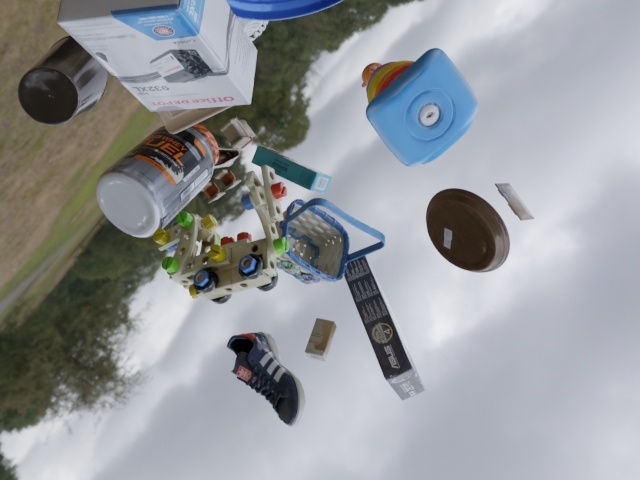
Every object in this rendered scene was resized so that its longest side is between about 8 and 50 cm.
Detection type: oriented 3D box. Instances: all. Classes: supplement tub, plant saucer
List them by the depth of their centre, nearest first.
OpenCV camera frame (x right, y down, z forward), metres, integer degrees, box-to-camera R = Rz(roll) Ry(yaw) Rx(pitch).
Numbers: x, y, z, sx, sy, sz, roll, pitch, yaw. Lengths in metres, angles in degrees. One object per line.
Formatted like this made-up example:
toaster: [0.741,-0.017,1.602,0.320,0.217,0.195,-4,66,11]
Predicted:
supplement tub: [-0.399,-0.167,1.714,0.193,0.193,0.316,-37,-167,41]
plant saucer: [0.410,-0.019,1.938,0.041,0.278,0.278,-37,-174,-33]

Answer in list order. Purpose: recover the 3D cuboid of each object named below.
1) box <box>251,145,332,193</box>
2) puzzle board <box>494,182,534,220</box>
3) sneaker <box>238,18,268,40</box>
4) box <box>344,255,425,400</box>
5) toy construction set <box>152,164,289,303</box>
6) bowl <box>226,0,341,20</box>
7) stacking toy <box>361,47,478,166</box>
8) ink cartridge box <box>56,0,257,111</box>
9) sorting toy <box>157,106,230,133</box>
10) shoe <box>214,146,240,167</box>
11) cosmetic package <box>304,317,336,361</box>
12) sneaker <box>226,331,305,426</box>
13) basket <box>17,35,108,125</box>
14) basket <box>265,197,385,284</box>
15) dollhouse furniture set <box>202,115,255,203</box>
box: [-0.090,-0.220,2.112,0.100,0.244,0.060,7,108,-60]
puzzle board: [0.541,-0.108,1.895,0.096,0.128,0.011,-7,150,-51]
sneaker: [-0.243,-0.631,1.985,0.292,0.110,0.118,-61,158,-12]
box: [0.191,0.266,2.072,0.097,0.395,0.318,-23,153,3]
toy construction set: [-0.177,0.000,1.307,0.327,0.151,0.215,-26,-128,33]
bowl: [-0.072,-0.646,1.627,0.391,0.077,0.391,-12,176,-1]
stacking toy: [0.143,-0.278,1.276,0.175,0.166,0.302,-42,-148,5]
ink cartridge box: [-0.270,-0.356,1.193,0.307,0.223,0.129,48,43,-67]
sorting toy: [-0.299,-0.367,1.508,0.193,0.208,0.038,-26,-152,-2]
shoe: [-0.324,-0.247,1.987,0.058,0.077,0.219,-12,-179,37]
cosmetic package: [0.001,0.288,1.969,0.041,0.060,0.115,72,32,-54]
sneaker: [-0.167,0.390,1.917,0.350,0.148,0.131,49,-60,48]
basket: [-0.588,-0.350,1.542,0.204,0.154,0.227,-60,-164,20]
basket: [0.000,0.000,1.851,0.289,0.254,0.201,-33,-142,40]
dollhouse furniture set: [-0.353,-0.300,2.297,0.259,0.262,0.135,-36,-178,16]
